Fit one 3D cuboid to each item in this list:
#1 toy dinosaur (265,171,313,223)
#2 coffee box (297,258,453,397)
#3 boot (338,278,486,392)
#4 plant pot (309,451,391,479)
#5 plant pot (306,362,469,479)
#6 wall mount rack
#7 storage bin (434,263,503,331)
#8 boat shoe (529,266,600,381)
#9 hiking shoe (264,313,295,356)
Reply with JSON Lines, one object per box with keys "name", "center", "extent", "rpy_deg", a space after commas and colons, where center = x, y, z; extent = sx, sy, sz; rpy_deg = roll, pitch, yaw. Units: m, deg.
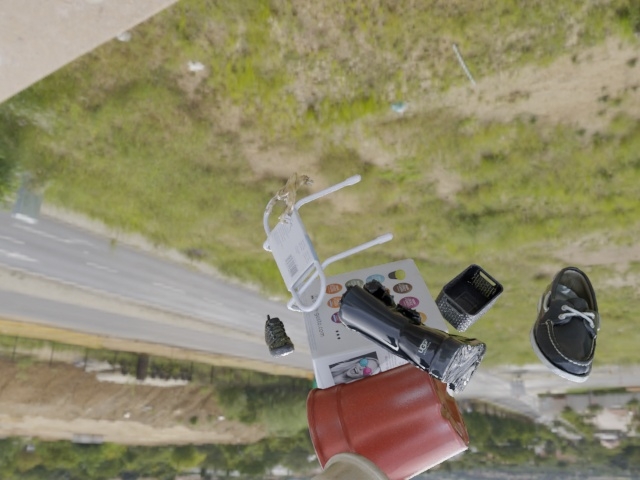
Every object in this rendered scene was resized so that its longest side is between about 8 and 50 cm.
{"name": "toy dinosaur", "center": [-0.066, -0.083, 1.219], "extent": [0.053, 0.092, 0.183], "rpy_deg": [26, -161, 7]}
{"name": "coffee box", "center": [0.145, 0.299, 1.732], "extent": [0.334, 0.337, 0.338], "rpy_deg": [-12, 120, -2]}
{"name": "boot", "center": [0.150, 0.151, 1.068], "extent": [0.207, 0.094, 0.246], "rpy_deg": [31, -179, 28]}
{"name": "plant pot", "center": [-0.032, 0.529, 0.967], "extent": [0.305, 0.334, 0.334], "rpy_deg": [-14, 168, -29]}
{"name": "plant pot", "center": [0.151, 0.388, 1.383], "extent": [0.265, 0.272, 0.272], "rpy_deg": [-27, 151, 13]}
{"name": "wall mount rack", "center": [0.000, 0.000, 1.605], "extent": [0.130, 0.350, 0.304], "rpy_deg": [15, 128, -42]}
{"name": "storage bin", "center": [0.429, 0.165, 1.907], "extent": [0.180, 0.122, 0.084], "rpy_deg": [-31, 155, -36]}
{"name": "boat shoe", "center": [0.446, 0.139, 1.184], "extent": [0.114, 0.302, 0.091], "rpy_deg": [21, 117, 3]}
{"name": "hiking shoe", "center": [-0.158, 0.334, 2.320], "extent": [0.086, 0.114, 0.227], "rpy_deg": [-18, -166, -19]}
